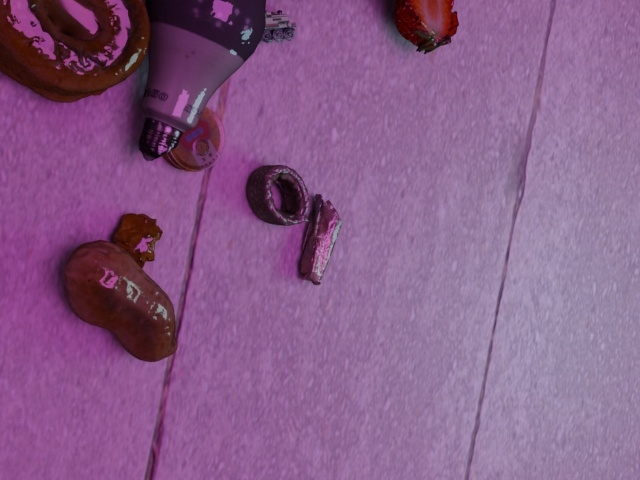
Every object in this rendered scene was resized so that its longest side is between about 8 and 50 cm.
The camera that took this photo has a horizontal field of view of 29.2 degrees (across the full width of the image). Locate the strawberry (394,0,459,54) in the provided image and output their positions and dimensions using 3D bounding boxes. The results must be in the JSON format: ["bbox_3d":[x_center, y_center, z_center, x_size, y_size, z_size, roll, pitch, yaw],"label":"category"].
[{"bbox_3d":[0.171,-0.411,2.112,0.146,0.082,0.187,18,68,-56],"label":"strawberry"}]

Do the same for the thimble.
[{"bbox_3d":[-0.066,-0.070,1.985,0.084,0.062,0.110,-48,118,-24],"label":"thimble"}]

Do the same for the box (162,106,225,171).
[{"bbox_3d":[-0.199,-0.159,1.900,0.105,0.037,0.106,-4,96,-34],"label":"box"}]

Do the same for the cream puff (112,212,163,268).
[{"bbox_3d":[-0.275,0.001,1.848,0.083,0.058,0.083,-34,110,-26],"label":"cream puff"}]

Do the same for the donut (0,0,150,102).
[{"bbox_3d":[-0.366,-0.311,1.720,0.261,0.128,0.209,32,76,-30],"label":"donut"}]

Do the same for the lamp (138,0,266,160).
[{"bbox_3d":[-0.181,-0.275,1.801,0.182,0.182,0.314,22,71,-34],"label":"lamp"}]

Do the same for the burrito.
[{"bbox_3d":[0.000,0.000,2.048,0.055,0.041,0.149,15,85,-21],"label":"burrito"}]

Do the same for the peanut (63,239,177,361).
[{"bbox_3d":[-0.293,0.096,1.817,0.120,0.110,0.236,-44,128,-12],"label":"peanut"}]

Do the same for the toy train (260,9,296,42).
[{"bbox_3d":[-0.078,-0.344,1.973,0.083,0.033,0.053,-12,97,-34],"label":"toy train"}]
